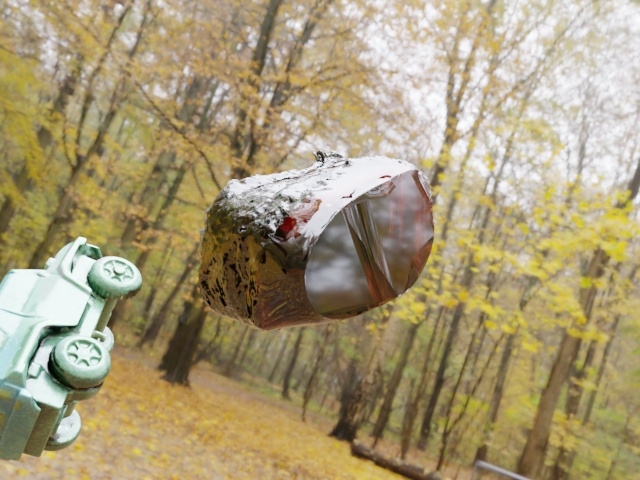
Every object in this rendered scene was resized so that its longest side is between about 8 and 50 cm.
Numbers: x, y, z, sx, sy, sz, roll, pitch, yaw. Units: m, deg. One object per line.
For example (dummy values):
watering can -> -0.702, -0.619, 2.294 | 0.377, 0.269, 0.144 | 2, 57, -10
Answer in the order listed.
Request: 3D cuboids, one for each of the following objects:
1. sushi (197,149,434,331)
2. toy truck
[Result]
sushi -> 0.000, 0.000, 0.685 | 0.126, 0.136, 0.225 | 6, 23, 39
toy truck -> -0.330, 0.123, 0.927 | 0.156, 0.155, 0.278 | 23, 34, -14
